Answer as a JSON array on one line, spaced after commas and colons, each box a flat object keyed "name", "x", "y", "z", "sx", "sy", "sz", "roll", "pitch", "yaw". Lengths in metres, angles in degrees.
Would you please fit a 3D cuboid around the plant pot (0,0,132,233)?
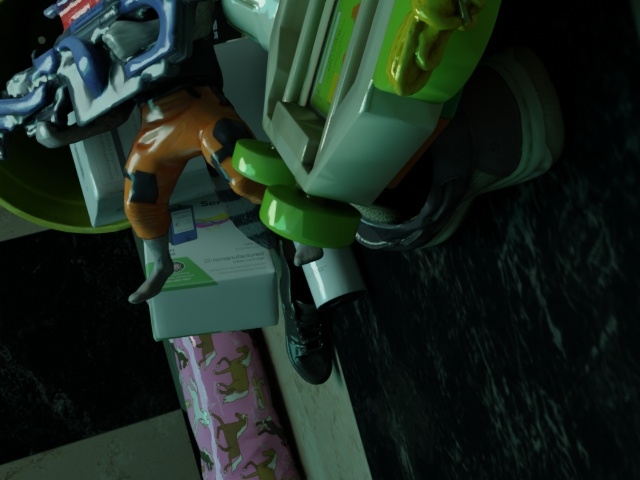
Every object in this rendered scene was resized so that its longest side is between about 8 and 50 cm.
[{"name": "plant pot", "x": -0.346, "y": -0.252, "z": 1.397, "sx": 0.353, "sy": 0.366, "sz": 0.367, "roll": -112, "pitch": 13, "yaw": -62}]

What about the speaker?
[{"name": "speaker", "x": 0.000, "y": 0.000, "z": 0.922, "sx": 0.055, "sy": 0.055, "sz": 0.136, "roll": 118, "pitch": 134, "yaw": -67}]

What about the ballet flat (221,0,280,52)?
[{"name": "ballet flat", "x": -0.041, "y": -0.232, "z": 0.744, "sx": 0.123, "sy": 0.123, "sz": 0.349, "roll": 110, "pitch": 141, "yaw": -63}]

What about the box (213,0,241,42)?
[{"name": "box", "x": -0.160, "y": -0.339, "z": 1.099, "sx": 0.180, "sy": 0.077, "sz": 0.147, "roll": -121, "pitch": 23, "yaw": -44}]

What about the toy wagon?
[{"name": "toy wagon", "x": 0.029, "y": -0.131, "z": 0.495, "sx": 0.344, "sy": 0.068, "sz": 0.267, "roll": -124, "pitch": 47, "yaw": -67}]

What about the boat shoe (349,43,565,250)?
[{"name": "boat shoe", "x": 0.057, "y": -0.048, "z": 0.622, "sx": 0.285, "sy": 0.092, "sz": 0.103, "roll": 150, "pitch": 106, "yaw": -72}]

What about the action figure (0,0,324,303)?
[{"name": "action figure", "x": -0.168, "y": -0.116, "z": 0.862, "sx": 0.341, "sy": 0.178, "sz": 0.330, "roll": -10, "pitch": 102, "yaw": 37}]

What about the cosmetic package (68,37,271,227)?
[{"name": "cosmetic package", "x": -0.169, "y": -0.121, "z": 1.067, "sx": 0.224, "sy": 0.224, "sz": 0.138, "roll": 156, "pitch": 98, "yaw": -73}]

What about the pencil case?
[{"name": "pencil case", "x": -0.155, "y": 0.236, "z": 1.468, "sx": 0.167, "sy": 0.160, "sz": 0.386, "roll": 30, "pitch": -140, "yaw": -78}]

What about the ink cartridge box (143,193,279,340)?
[{"name": "ink cartridge box", "x": -0.144, "y": 0.014, "z": 1.169, "sx": 0.212, "sy": 0.154, "sz": 0.093, "roll": -107, "pitch": 12, "yaw": -51}]

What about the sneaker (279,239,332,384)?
[{"name": "sneaker", "x": -0.018, "y": 0.083, "z": 1.061, "sx": 0.089, "sy": 0.051, "sz": 0.170, "roll": 140, "pitch": 117, "yaw": -77}]
